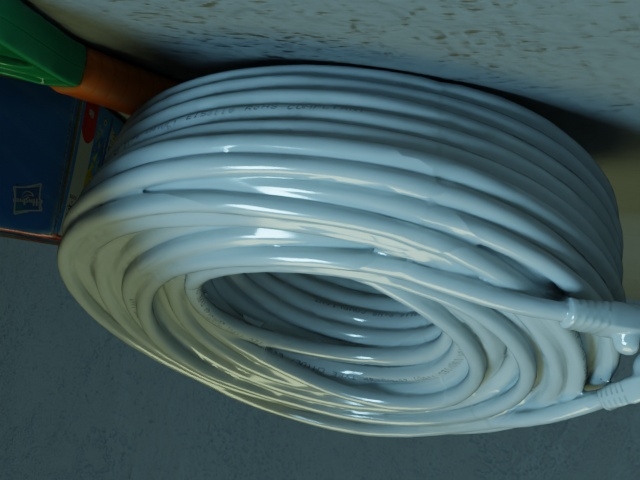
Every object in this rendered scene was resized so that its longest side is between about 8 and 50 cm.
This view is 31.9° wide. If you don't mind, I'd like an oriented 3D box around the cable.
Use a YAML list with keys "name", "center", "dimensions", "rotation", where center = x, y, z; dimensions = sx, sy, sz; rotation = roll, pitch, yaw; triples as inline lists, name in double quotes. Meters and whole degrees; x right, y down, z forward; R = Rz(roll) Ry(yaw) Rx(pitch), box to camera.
- name: "cable"
  center: [0.012, 0.014, 0.525]
  dimensions: [0.257, 0.089, 0.257]
  rotation: [23, 152, -17]

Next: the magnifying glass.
- name: "magnifying glass"
  center: [-0.124, -0.080, 0.469]
  dimensions: [0.092, 0.026, 0.231]
  rotation: [7, 174, 34]

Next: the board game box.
- name: "board game box"
  center: [-0.279, -0.058, 0.752]
  dimensions: [0.308, 0.086, 0.302]
  rotation: [9, 177, 2]
